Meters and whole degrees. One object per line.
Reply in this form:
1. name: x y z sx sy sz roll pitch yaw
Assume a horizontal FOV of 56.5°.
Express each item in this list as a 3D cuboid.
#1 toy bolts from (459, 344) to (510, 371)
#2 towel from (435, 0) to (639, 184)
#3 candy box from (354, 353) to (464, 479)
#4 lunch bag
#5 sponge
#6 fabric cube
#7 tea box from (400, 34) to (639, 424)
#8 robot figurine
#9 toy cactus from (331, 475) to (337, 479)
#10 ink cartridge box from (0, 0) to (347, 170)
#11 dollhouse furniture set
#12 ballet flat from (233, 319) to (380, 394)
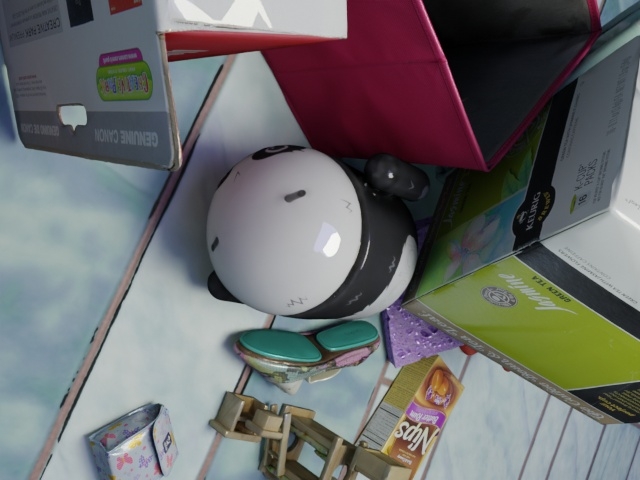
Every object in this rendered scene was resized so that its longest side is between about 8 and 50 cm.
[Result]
1. toy bolts: 0.322 0.092 0.955 0.158 0.218 0.229 -47 143 -28
2. towel: 0.382 -0.092 0.765 0.320 0.374 0.090 35 53 -13
3. candy box: 0.142 0.274 0.925 0.187 0.053 0.109 -53 128 -17
4. lunch bag: -0.191 0.221 0.630 0.083 0.053 0.071 -25 116 -44
5. sponge: 0.143 0.075 0.868 0.117 0.031 0.210 -15 112 -11
6. fabric cube: 0.099 -0.255 0.638 0.254 0.258 0.259 -47 126 -22
7. tea box: 0.325 0.025 0.651 0.329 0.323 0.220 31 60 -12
8. robot figurine: 0.001 -0.003 0.644 0.278 0.173 0.209 15 96 -60
9. toy cactus: 0.029 0.428 0.841 0.219 0.112 0.181 -19 101 -27
10. ink cartridge box: -0.130 -0.198 0.420 0.130 0.309 0.272 -13 109 -38
11. dollhouse furniture set: -0.024 0.268 0.694 0.161 0.182 0.101 27 82 -41
12. ballet flat: -0.015 0.152 0.759 0.221 0.077 0.079 -1 120 -41
